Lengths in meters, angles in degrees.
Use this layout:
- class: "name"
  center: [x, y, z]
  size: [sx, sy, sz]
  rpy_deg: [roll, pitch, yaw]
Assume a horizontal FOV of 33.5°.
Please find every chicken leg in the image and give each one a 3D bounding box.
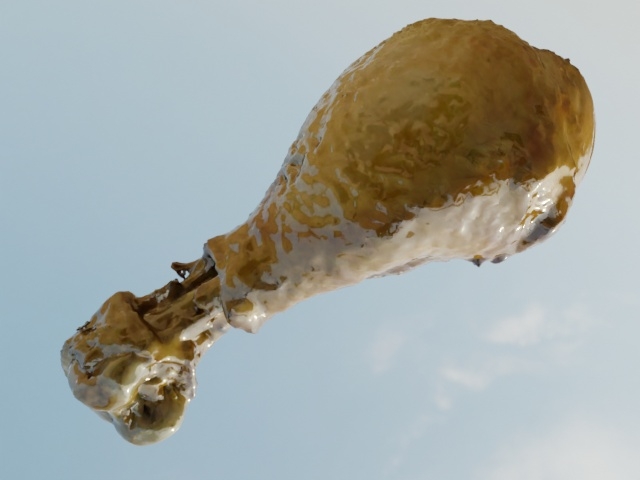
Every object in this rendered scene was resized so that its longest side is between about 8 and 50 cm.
- class: "chicken leg"
  center: [-0.002, -0.002, 0.444]
  size: [0.087, 0.251, 0.107]
  rpy_deg: [53, -177, -37]
